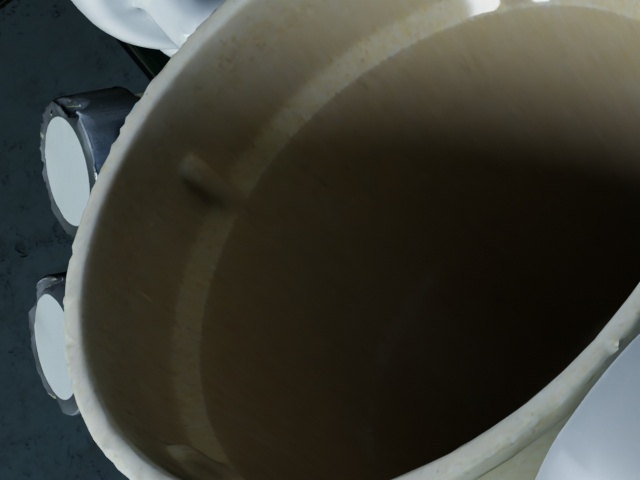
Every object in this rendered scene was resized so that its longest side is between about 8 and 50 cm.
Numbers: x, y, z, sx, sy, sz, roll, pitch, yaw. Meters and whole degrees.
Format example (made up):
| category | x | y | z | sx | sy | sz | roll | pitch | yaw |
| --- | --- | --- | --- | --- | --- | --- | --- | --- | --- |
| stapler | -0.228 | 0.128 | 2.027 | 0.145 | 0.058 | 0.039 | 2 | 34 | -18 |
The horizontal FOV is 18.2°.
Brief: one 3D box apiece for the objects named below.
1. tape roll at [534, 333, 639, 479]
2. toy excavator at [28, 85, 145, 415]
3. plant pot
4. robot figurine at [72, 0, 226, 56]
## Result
| category | x | y | z | sx | sy | sz | roll | pitch | yaw |
| --- | --- | --- | --- | --- | --- | --- | --- | --- | --- |
| tape roll | 0.186 | 0.088 | 0.774 | 0.072 | 0.219 | 0.219 | 49 | 172 | 35 |
| toy excavator | 0.000 | 0.000 | 1.319 | 0.445 | 0.222 | 0.433 | 40 | 132 | 49 |
| plant pot | 0.101 | 0.050 | 0.954 | 0.305 | 0.334 | 0.334 | 45 | -179 | -42 |
| robot figurine | -0.117 | -0.258 | 1.267 | 0.353 | 0.199 | 0.300 | 49 | 148 | 40 |
